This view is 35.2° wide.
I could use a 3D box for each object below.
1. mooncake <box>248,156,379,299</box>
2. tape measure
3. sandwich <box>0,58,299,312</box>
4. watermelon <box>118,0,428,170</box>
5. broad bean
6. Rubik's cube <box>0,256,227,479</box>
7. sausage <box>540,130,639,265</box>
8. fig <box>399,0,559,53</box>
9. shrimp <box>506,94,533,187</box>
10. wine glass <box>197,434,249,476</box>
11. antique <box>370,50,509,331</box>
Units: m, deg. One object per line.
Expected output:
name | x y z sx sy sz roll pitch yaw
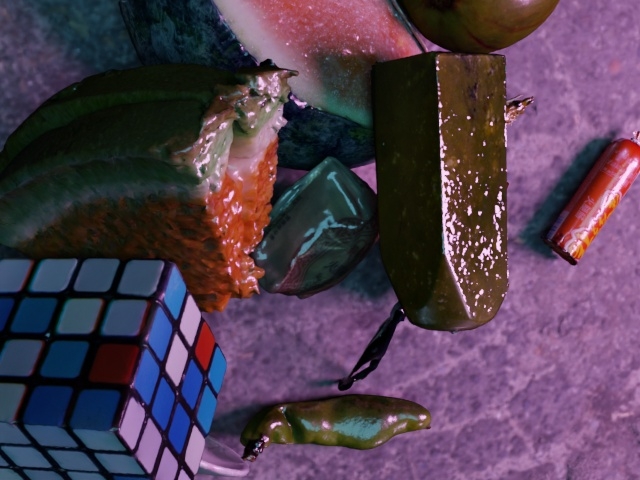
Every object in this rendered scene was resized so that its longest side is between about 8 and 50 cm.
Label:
mooncake | 0.000 0.000 0.898 0.130 0.125 0.073 -41 72 4
tape measure | 0.056 0.055 0.944 0.179 0.107 0.104 -38 147 13
sandwich | -0.148 -0.031 0.799 0.292 0.109 0.212 4 131 21
watermelon | -0.007 -0.177 0.862 0.318 0.148 0.226 16 89 -17
broad bean | 0.008 0.176 0.968 0.195 0.061 0.046 -6 127 -24
Rubik's cube | -0.180 0.115 0.790 0.155 0.151 0.154 0 141 17
sausage | 0.276 -0.046 0.994 0.050 0.048 0.145 35 89 -22
fig | 0.174 -0.265 0.912 0.259 0.151 0.151 -35 109 -38
shrimp | 0.168 -0.088 0.972 0.114 0.023 0.083 -36 109 1
wine glass | -0.158 0.264 0.896 0.164 0.165 0.197 28 89 -16
antique | 0.099 -0.037 0.817 0.080 0.081 0.221 -5 95 -35
